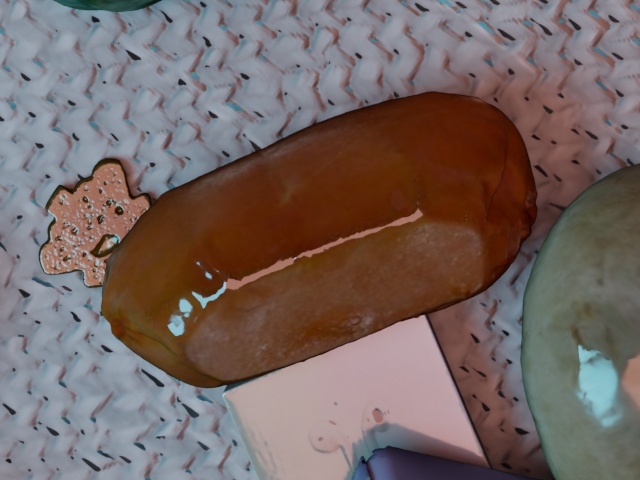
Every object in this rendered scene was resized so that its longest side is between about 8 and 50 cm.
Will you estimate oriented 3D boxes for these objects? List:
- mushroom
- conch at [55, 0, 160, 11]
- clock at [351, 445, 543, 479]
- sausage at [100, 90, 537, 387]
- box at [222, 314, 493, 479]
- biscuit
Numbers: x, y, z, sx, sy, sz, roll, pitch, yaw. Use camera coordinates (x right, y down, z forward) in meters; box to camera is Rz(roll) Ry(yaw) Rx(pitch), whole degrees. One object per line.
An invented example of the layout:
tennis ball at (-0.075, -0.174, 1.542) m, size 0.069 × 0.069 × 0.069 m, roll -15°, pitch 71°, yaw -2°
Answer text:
mushroom at (0.203, 0.069, 1.062) m, size 0.178 × 0.226 × 0.226 m, roll -24°, pitch 96°, yaw 48°
conch at (-0.115, -0.219, 1.072) m, size 0.176 × 0.122 × 0.188 m, roll -39°, pitch 97°, yaw -19°
clock at (0.094, 0.211, 1.091) m, size 0.193 × 0.073 × 0.144 m, roll 14°, pitch 114°, yaw -14°
sausage at (0.000, -0.002, 1.084) m, size 0.258 × 0.133 × 0.133 m, roll -23°, pitch 94°, yaw 5°
box at (0.026, 0.122, 1.132) m, size 0.130 × 0.051 × 0.129 m, roll -23°, pitch 95°, yaw 4°
biscuit at (-0.125, -0.003, 1.143) m, size 0.092 × 0.016 × 0.082 m, roll 31°, pitch 91°, yaw -2°
